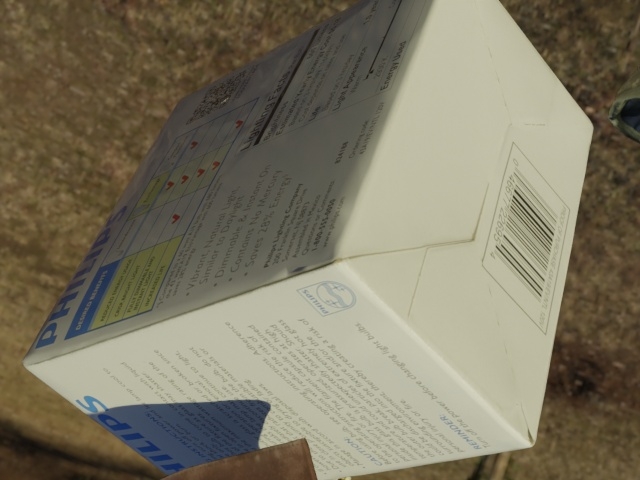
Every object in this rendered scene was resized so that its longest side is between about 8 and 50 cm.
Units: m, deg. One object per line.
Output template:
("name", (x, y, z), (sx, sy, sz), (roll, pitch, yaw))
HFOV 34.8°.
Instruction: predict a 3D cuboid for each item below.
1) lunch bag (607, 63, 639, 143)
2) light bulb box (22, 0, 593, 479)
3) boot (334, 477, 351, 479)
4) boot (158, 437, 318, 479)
("lunch bag", (0.396, -0.164, 0.821), (0.169, 0.235, 0.287), (35, 174, -30))
("light bulb box", (0.000, 0.000, 0.873), (0.361, 0.358, 0.225), (-20, 125, 40))
("boot", (0.010, 0.296, 1.206), (0.262, 0.203, 0.095), (59, 168, 24))
("boot", (0.007, 0.228, 0.649), (0.249, 0.206, 0.090), (-16, 166, 19))
